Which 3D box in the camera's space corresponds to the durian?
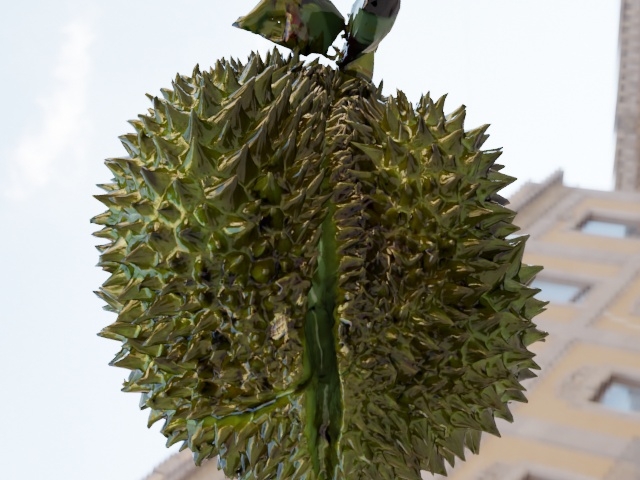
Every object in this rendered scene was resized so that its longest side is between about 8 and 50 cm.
[{"bbox_3d":[-0.011,0.009,0.481,0.159,0.198,0.146,-21,-26,-26],"label":"durian"}]
